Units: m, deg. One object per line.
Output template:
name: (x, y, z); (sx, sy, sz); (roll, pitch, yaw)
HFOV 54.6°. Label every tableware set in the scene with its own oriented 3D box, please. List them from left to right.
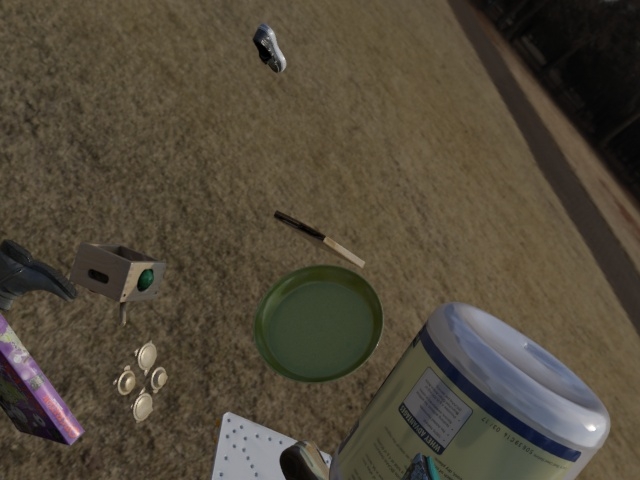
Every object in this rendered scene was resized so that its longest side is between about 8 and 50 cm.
tableware set: (-0.410, 0.326, 1.437); (0.141, 0.020, 0.169); (-57, 142, -44)

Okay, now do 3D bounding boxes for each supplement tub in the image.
supplement tub: (0.157, 0.265, 0.754); (0.235, 0.325, 0.235); (31, 13, -8)

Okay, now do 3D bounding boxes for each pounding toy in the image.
pounding toy: (-0.347, 0.072, 1.076); (0.141, 0.100, 0.130); (20, 4, 18)

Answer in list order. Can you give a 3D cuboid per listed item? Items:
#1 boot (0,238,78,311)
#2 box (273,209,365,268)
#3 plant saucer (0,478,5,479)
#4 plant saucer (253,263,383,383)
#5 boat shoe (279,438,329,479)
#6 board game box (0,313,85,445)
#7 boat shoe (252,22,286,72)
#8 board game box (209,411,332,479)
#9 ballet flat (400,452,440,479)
boot: (-0.784, 0.125, 1.640); (0.246, 0.161, 0.083); (38, -4, -10)
box: (0.000, 0.000, 1.469); (0.164, 0.021, 0.201); (26, -5, 36)
plant saucer: (-0.721, 0.611, 1.411); (0.195, 0.037, 0.195); (54, 1, -2)
plant saucer: (-0.003, 0.155, 1.139); (0.037, 0.240, 0.241); (74, -3, -54)
boat shoe: (0.014, 0.376, 0.892); (0.072, 0.068, 0.190); (-9, 69, -54)
board game box: (-0.638, 0.265, 1.261); (0.056, 0.208, 0.347); (-51, 125, -47)
boat shoe: (-0.110, -0.390, 1.286); (0.049, 0.040, 0.142); (30, -12, 20)
board game box: (-0.134, 0.686, 1.575); (0.390, 0.050, 0.390); (34, 43, -30)
ballet flat: (0.082, 0.234, 0.494); (0.070, 0.070, 0.188); (44, 4, -8)
